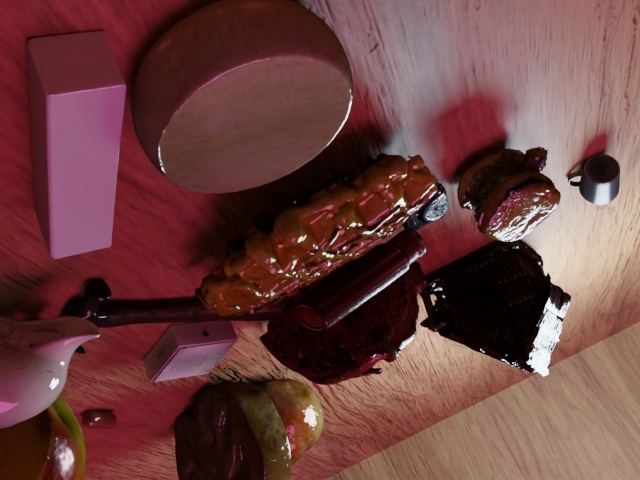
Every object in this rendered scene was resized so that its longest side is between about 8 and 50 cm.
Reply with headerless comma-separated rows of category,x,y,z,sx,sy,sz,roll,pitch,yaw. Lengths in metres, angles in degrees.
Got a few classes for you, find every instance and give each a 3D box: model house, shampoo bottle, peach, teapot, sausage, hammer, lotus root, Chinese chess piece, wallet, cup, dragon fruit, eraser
model house,0.411,0.181,1.853,0.297,0.282,0.317,-33,154,14
shampoo bottle,0.075,0.066,1.449,0.260,0.064,0.102,-33,-164,-27
peach,-0.573,0.434,1.408,0.380,0.306,0.242,-28,149,-8
peach,-0.103,0.413,1.952,0.232,0.232,0.232,-21,155,-11
teapot,-0.462,0.156,1.104,0.300,0.208,0.166,17,114,-30
sausage,-0.447,0.363,1.687,0.034,0.034,0.083,-34,154,17
hammer,-0.229,0.123,1.415,0.440,0.044,0.168,1,143,-44
lotus root,-0.188,0.505,1.835,0.111,0.375,0.390,-9,139,-41
Chinese chess piece,-0.086,-0.159,0.935,0.250,0.101,0.250,-21,155,-10
wallet,0.187,-0.054,1.487,0.088,0.026,0.129,-26,156,2
cup,0.541,-0.123,1.649,0.100,0.078,0.077,1,154,15
dragon fruit,0.086,0.118,1.590,0.330,0.302,0.240,-29,128,-31
eraser,-0.271,-0.093,0.919,0.078,0.076,0.298,-15,153,-25

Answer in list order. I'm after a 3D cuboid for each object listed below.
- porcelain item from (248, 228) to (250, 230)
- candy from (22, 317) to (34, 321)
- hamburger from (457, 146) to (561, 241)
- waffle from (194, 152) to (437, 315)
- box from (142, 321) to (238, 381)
porcelain item,-0.071,-0.016,1.313,0.083,0.028,0.036,-19,152,-18
candy,-0.442,0.156,1.278,0.053,0.046,0.182,-12,157,-35
hamburger,0.320,-0.093,1.432,0.159,0.131,0.185,17,125,-45
waffle,0.000,0.000,1.282,0.380,0.095,0.382,-26,169,-29
box,-0.243,0.206,1.557,0.129,0.051,0.130,-2,145,-41
